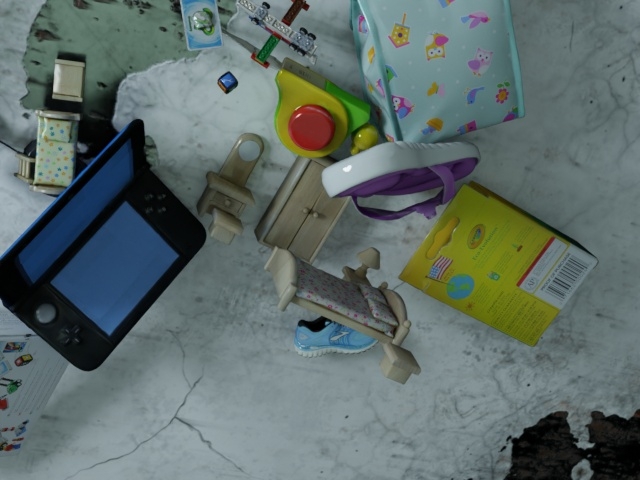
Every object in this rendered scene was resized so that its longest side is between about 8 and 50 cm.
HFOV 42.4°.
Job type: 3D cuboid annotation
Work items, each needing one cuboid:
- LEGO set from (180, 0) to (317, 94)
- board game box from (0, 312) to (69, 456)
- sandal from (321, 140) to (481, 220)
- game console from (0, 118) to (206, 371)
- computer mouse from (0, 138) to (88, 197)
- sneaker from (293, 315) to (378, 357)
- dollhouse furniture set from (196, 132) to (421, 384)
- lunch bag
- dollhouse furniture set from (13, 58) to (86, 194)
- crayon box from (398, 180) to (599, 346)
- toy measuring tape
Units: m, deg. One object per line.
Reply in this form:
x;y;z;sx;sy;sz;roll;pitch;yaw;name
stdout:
-0.105;-0.325;1.147;0.182;0.060;0.245;-9;83;-10;LEGO set
-0.509;0.230;1.263;0.192;0.053;0.305;5;130;-44;board game box
0.124;-0.073;1.204;0.169;0.416;0.102;-20;85;30;sandal
-0.295;0.017;1.163;0.293;0.173;0.250;-51;118;-20;game console
-0.444;-0.130;1.200;0.242;0.041;0.071;29;92;-17;computer mouse
0.033;0.156;1.439;0.162;0.063;0.073;-8;113;-11;sneaker
0.000;0.000;1.190;0.303;0.355;0.174;25;106;-22;dollhouse furniture set
0.165;-0.287;1.210;0.223;0.160;0.262;-19;124;-4;lunch bag
-0.412;-0.163;1.128;0.160;0.101;0.182;4;98;-15;dollhouse furniture set
0.301;0.034;1.438;0.318;0.081;0.202;27;106;-25;crayon box
-0.066;-0.210;1.220;0.330;0.121;0.121;27;106;-10;toy measuring tape
